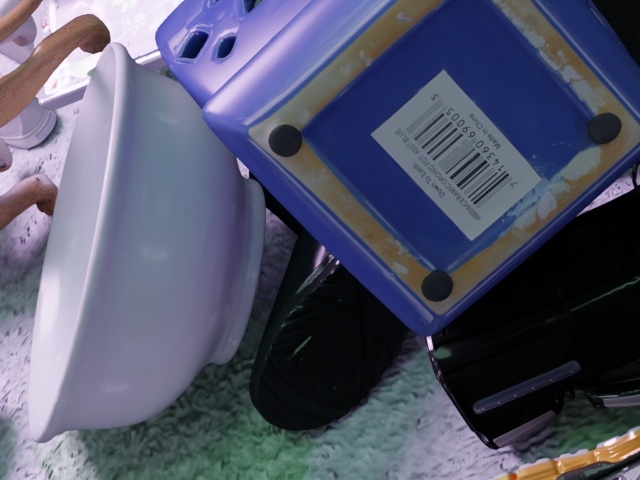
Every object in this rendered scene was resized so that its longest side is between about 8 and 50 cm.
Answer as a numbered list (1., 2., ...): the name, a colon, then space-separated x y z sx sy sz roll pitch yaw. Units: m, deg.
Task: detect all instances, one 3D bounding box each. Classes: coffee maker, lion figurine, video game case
1. coffee maker: 0.154 0.034 1.172 0.178 0.171 0.120 -23 14 12
2. lion figurine: -0.315 -0.060 1.458 0.240 0.392 0.142 -30 61 -35
3. video game case: -0.164 -0.217 1.535 0.190 0.022 0.173 -19 66 23

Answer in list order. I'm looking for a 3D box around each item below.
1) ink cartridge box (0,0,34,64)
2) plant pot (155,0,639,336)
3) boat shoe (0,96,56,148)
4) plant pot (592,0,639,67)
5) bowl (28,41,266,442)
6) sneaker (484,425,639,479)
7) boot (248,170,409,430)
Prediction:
1. ink cartridge box: -0.235 -0.309 1.727 0.283 0.117 0.207 -50 46 -11
2. plant pot: 0.060 -0.095 1.102 0.236 0.236 0.212 -41 22 9
3. boat shoe: -0.326 -0.127 1.678 0.184 0.063 0.066 19 67 40
4. plant pot: 0.190 -0.196 1.338 0.167 0.188 0.187 -29 43 -9
5. bowl: -0.123 0.012 1.345 0.134 0.298 0.298 11 50 -13
6. sneaker: 0.194 0.162 1.119 0.215 0.084 0.083 -22 70 13
7. boot: 0.000 0.000 1.357 0.246 0.094 0.207 -61 28 6
